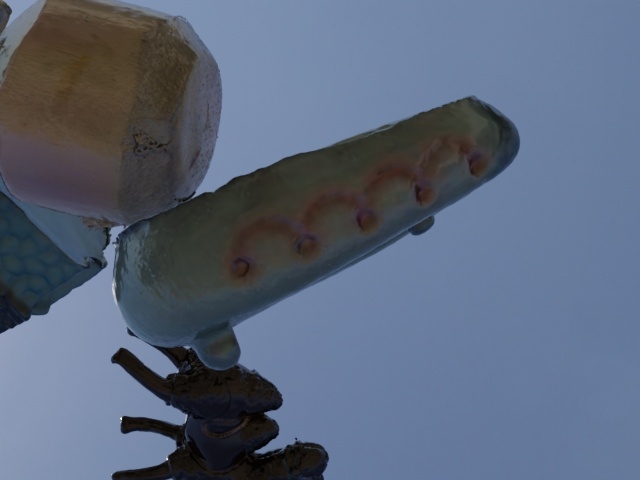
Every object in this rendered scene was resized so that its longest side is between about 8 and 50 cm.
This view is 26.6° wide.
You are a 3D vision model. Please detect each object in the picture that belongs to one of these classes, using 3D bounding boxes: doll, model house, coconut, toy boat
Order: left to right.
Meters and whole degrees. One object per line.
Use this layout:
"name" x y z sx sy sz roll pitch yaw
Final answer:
"model house" -0.407 -0.007 1.520 0.241 0.261 0.226 -40 -157 7
"coconut" -0.215 -0.125 1.261 0.234 0.224 0.224 4 -137 12
"doll" -0.073 0.139 0.996 0.165 0.139 0.057 11 -148 2
"toy boat" 0.000 0.000 0.662 0.208 0.134 0.078 -22 -92 -20

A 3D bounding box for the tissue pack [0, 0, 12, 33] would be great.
"tissue pack" -0.683 -0.343 1.905 0.382 0.228 0.293 34 -166 11
